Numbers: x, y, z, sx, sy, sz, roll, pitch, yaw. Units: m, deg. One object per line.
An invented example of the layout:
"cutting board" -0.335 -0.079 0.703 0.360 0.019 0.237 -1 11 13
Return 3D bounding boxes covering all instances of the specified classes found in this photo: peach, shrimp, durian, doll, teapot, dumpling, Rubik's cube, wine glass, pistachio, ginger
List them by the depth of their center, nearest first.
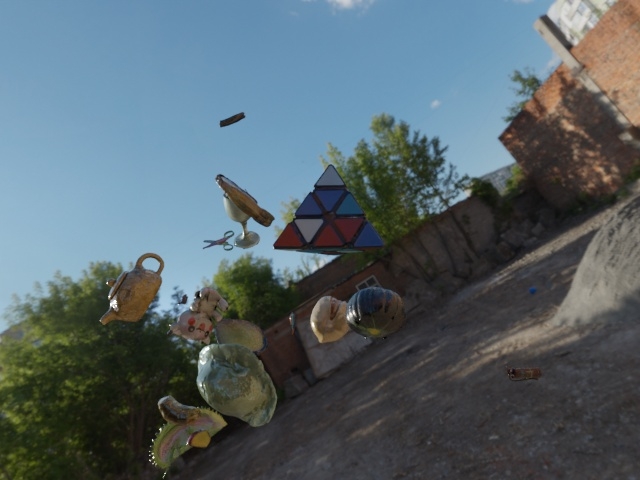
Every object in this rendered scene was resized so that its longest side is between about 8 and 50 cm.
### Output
"Rubik's cube" 0.000 0.000 1.028 0.235 0.250 0.283 -18 -53 -26
"doll" -0.389 0.241 1.306 0.149 0.095 0.191 40 -111 -42
"shrimp" -0.271 -0.147 1.446 0.058 0.253 0.173 -46 27 8
"dumpling" -0.319 0.538 1.502 0.270 0.321 0.211 -52 17 48
"teapot" -0.698 0.175 1.506 0.203 0.167 0.310 -24 38 57
"peach" -0.458 0.744 1.516 0.050 0.077 0.083 0 17 38
"ginger" -0.557 0.671 1.593 0.068 0.190 0.095 79 -154 -66
"peach" -0.364 0.444 1.817 0.189 0.279 0.068 -31 -41 -43
"durian" -0.625 0.897 1.885 0.352 0.169 0.158 -32 -39 -17
"wine glass" -0.393 -0.112 2.024 0.144 0.143 0.320 -27 -44 -25
"pistachio" 0.057 0.431 2.232 0.230 0.229 0.309 -37 9 21

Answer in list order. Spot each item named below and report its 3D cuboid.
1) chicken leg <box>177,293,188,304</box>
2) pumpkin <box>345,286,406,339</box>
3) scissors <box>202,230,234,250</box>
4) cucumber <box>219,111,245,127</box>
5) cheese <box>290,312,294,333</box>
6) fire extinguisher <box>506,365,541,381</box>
"chicken leg" -0.678 0.298 2.021 0.021 0.036 0.083 -33 22 26
"pumpkin" 0.279 0.333 2.003 0.296 0.295 0.296 -31 -12 -7
"scissors" -0.580 0.010 2.313 0.188 0.133 0.020 -9 -33 7
"cucumber" -0.385 -0.526 1.780 0.135 0.034 0.033 -28 -28 -23
"cheese" -0.136 0.404 1.983 0.017 0.111 0.047 1 14 13
"fire extinguisher" 0.695 0.458 1.406 0.132 0.056 0.039 3 1 -15
